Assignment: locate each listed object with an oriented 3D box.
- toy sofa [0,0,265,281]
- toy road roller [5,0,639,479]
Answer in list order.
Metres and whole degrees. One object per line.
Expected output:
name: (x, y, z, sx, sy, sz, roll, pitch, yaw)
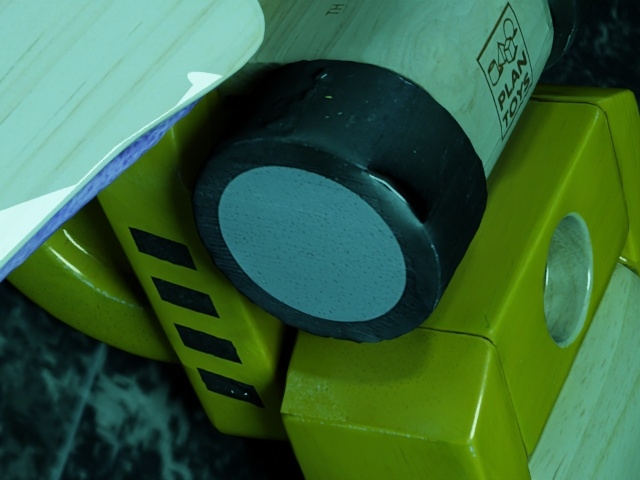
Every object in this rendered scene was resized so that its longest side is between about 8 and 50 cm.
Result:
toy sofa: (-0.195, 0.005, 0.573, 0.177, 0.150, 0.362, 42, 74, -6)
toy road roller: (0.000, 0.000, 0.796, 0.202, 0.240, 0.329, -59, 141, -39)
